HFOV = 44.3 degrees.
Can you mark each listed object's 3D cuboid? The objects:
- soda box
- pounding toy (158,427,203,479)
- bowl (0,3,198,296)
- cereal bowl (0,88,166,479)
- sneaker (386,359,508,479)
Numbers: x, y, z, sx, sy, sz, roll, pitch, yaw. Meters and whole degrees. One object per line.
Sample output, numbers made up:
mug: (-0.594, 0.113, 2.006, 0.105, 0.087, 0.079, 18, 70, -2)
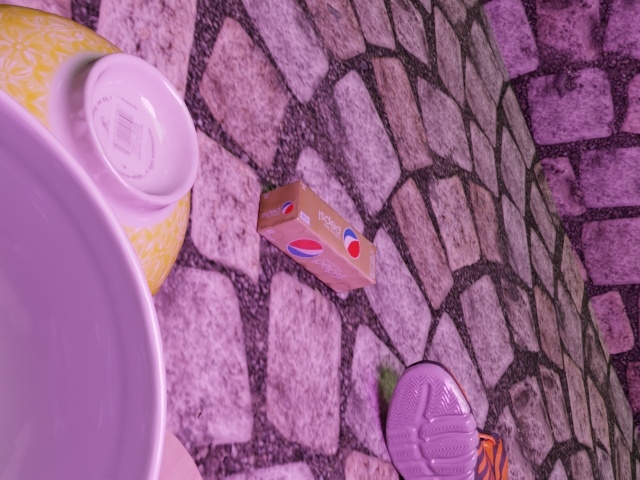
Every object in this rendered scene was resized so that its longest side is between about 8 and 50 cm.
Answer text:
soda box: (0.000, 0.000, 0.989, 0.181, 0.061, 0.058, 40, 43, -44)
pounding toy: (-0.198, 0.205, 0.511, 0.237, 0.110, 0.183, 3, 58, -36)
bowl: (-0.188, -0.062, 0.605, 0.289, 0.156, 0.289, 36, 45, -47)
cereal bowl: (-0.249, 0.073, 0.359, 0.339, 0.141, 0.339, 2, 83, -20)
sneaker: (0.186, 0.288, 1.123, 0.180, 0.124, 0.321, -49, 128, -61)
